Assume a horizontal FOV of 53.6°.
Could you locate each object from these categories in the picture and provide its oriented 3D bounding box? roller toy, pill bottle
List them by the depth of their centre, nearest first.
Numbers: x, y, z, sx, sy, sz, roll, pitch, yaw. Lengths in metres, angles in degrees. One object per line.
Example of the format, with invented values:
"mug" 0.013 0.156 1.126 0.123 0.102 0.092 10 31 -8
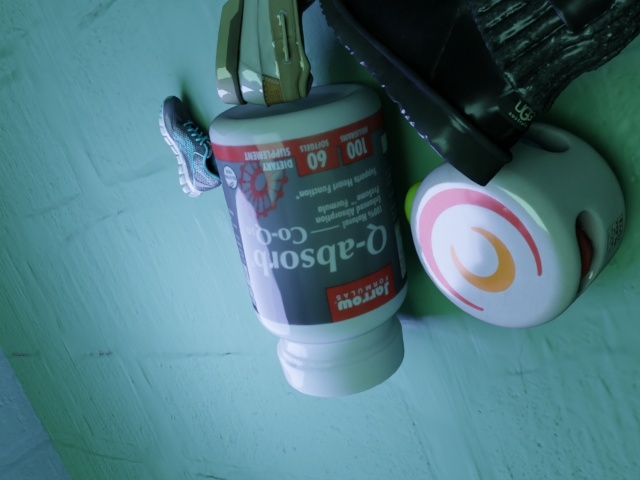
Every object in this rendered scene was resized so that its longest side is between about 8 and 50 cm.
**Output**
"roller toy" 0.209 -0.018 0.666 0.209 0.146 0.191 52 147 7
"pill bottle" 0.000 0.000 0.812 0.210 0.210 0.363 6 117 39

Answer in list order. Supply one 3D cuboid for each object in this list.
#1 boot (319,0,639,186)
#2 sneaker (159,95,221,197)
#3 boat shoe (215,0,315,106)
"boot" 0.158 -0.239 0.584 0.260 0.131 0.348 -49 46 23
"sneaker" -0.199 -0.155 1.016 0.076 0.065 0.167 -9 112 26
"boat shoe" -0.046 -0.300 0.719 0.103 0.113 0.303 6 90 7
